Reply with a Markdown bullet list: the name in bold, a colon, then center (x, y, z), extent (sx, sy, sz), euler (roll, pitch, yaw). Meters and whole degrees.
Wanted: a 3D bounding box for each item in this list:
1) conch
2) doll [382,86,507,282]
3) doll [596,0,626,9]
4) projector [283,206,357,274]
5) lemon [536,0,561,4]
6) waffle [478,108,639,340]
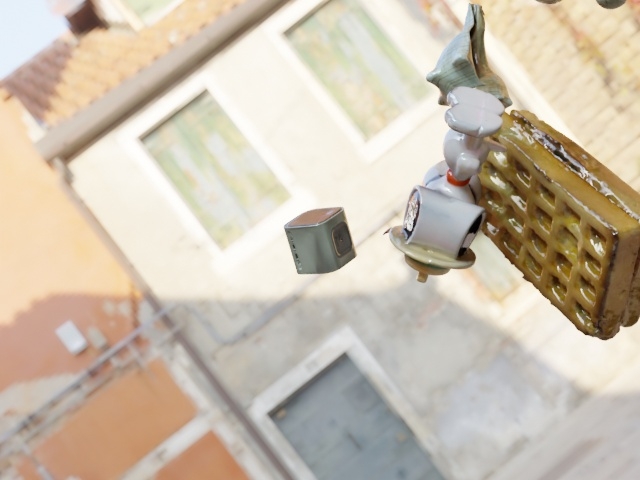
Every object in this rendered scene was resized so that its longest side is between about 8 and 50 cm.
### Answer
- **conch**: center (0.217, -0.247, 2.106), extent (0.114, 0.234, 0.137), euler (-22, -7, 20)
- **doll**: center (0.182, -0.076, 1.983), extent (0.271, 0.144, 0.208), euler (100, -174, -65)
- **doll**: center (0.402, -0.486, 2.095), extent (0.113, 0.275, 0.155), euler (-37, -1, 22)
- **projector**: center (0.000, 0.000, 2.139), extent (0.083, 0.082, 0.083), euler (-3, 20, 37)
- **lemon**: center (0.370, -0.424, 2.234), extent (0.082, 0.082, 0.110), euler (-40, -20, 17)
- **waffle**: center (0.352, -0.029, 2.021), extent (0.098, 0.328, 0.224), euler (-17, -47, -25)
